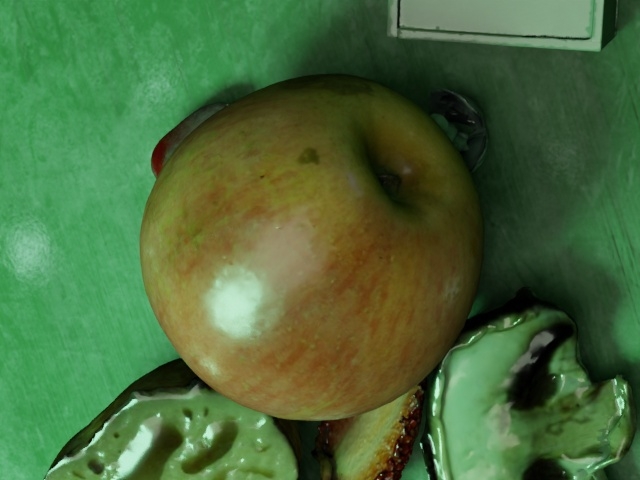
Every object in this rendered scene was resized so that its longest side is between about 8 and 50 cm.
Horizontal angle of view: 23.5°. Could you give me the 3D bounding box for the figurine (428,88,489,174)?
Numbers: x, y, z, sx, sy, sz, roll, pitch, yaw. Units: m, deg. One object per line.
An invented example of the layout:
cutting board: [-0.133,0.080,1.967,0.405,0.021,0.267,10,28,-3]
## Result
figurine: [0.141,-0.120,1.690,0.086,0.094,0.082,41,72,-24]

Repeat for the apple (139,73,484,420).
apple: [0.000,0.000,1.612,0.364,0.364,0.363,5,105,18]

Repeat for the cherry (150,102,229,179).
cherry: [-0.135,-0.093,1.783,0.126,0.087,0.106,-35,61,5]

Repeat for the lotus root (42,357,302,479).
lotus root: [-0.129,0.271,1.807,0.316,0.250,0.316,2,105,7]

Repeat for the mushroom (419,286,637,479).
mushroom: [0.239,0.226,1.722,0.248,0.130,0.344,-23,96,9]

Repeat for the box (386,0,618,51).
box: [0.195,-0.320,1.597,0.225,0.117,0.224,6,106,17]

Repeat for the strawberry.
strawberry: [0.077,0.231,1.768,0.087,0.167,0.208,28,127,-28]
